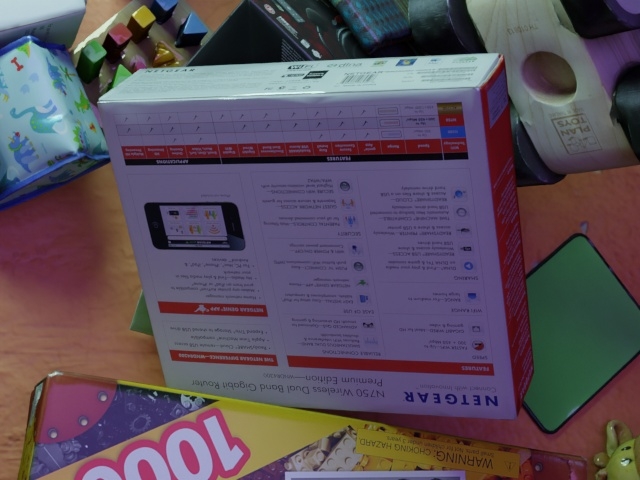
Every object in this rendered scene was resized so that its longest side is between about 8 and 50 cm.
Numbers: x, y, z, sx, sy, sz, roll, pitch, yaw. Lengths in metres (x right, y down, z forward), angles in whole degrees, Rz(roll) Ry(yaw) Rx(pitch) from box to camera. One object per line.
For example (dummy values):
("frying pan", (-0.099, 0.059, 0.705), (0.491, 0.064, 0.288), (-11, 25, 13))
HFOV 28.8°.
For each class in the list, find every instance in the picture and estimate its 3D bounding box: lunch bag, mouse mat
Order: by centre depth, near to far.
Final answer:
("lunch bag", (-0.295, -0.103, 1.171), (0.151, 0.096, 0.129), (-24, 85, 16))
("mouse mat", (0.269, 0.100, 1.366), (0.190, 0.007, 0.152), (-38, 92, -22))

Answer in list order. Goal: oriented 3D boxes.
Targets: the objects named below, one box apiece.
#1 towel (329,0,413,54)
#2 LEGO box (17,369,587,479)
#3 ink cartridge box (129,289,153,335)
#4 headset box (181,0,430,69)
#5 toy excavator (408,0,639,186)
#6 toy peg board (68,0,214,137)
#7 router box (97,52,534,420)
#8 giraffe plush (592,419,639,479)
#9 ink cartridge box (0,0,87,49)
("towel", (-0.013, -0.351, 1.250), (0.370, 0.040, 0.271), (54, 27, 2))
("LEGO box", (-0.039, 0.344, 1.115), (0.500, 0.193, 0.372), (11, 76, -16))
("ink cartridge box", (-0.105, -0.002, 1.212), (0.109, 0.062, 0.209), (16, 110, -15))
("headset box", (0.016, -0.155, 1.212), (0.218, 0.110, 0.293), (44, 26, -4))
("toy excavator", (0.362, -0.207, 1.289), (0.445, 0.222, 0.433), (-46, 115, -35))
("toy peg board", (-0.155, -0.167, 1.242), (0.160, 0.079, 0.161), (-44, 95, -20))
("router box", (0.000, 0.000, 1.071), (0.082, 0.335, 0.301), (-53, 139, -56))
("giraffe plush", (0.379, 0.254, 1.309), (0.170, 0.181, 0.210), (25, 107, -2))
("ink cartridge box", (-0.389, -0.256, 1.159), (0.289, 0.121, 0.211), (-17, 85, -21))
